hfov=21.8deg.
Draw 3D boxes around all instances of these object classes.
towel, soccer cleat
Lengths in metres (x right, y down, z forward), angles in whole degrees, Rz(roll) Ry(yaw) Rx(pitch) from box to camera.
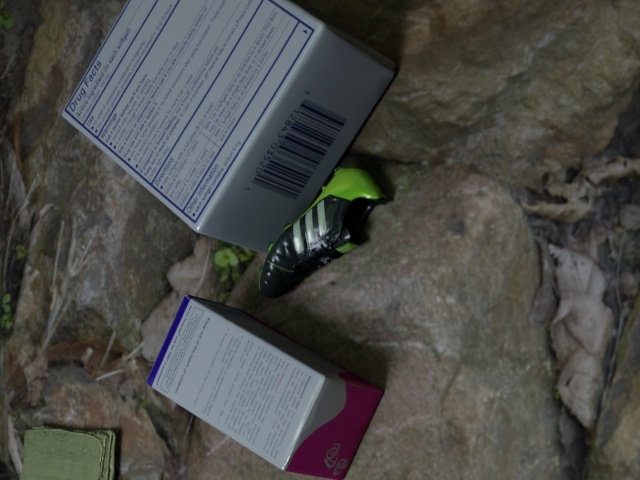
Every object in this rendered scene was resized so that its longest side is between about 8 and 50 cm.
[{"bbox_3d":[-0.301,0.277,1.973,0.148,0.027,0.110,-2,77,35],"label":"towel"},{"bbox_3d":[0.000,0.000,1.809,0.179,0.060,0.072,-51,55,10],"label":"soccer cleat"}]

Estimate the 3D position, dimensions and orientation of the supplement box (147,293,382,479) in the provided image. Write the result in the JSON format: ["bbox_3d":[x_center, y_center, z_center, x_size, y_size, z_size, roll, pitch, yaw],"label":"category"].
[{"bbox_3d":[-0.061,0.156,1.775,0.220,0.111,0.114,25,93,39],"label":"supplement box"}]

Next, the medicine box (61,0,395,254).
[{"bbox_3d":[-0.110,-0.171,1.880,0.289,0.149,0.263,39,101,37],"label":"medicine box"}]
